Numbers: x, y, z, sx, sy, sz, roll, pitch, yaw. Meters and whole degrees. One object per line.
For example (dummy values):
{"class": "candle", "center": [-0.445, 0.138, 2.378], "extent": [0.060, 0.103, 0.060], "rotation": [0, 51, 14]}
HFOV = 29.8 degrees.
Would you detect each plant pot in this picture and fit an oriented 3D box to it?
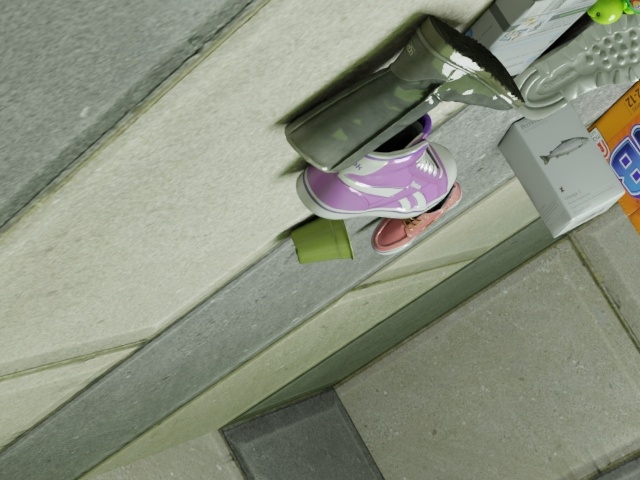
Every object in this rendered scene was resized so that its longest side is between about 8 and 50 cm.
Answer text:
{"class": "plant pot", "center": [0.000, 0.000, 1.757], "extent": [0.079, 0.083, 0.083], "rotation": [-18, 168, -2]}

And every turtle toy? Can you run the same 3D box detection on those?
{"class": "turtle toy", "center": [0.363, -0.290, 1.365], "extent": [0.130, 0.095, 0.066], "rotation": [-36, 154, 29]}

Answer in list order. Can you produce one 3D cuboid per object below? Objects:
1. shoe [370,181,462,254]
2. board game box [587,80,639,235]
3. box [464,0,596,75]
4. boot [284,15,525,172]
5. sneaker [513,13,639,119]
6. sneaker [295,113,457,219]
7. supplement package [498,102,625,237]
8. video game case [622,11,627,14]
{"class": "shoe", "center": [0.152, -0.044, 1.962], "extent": [0.178, 0.063, 0.081], "rotation": [-36, 166, 5]}
{"class": "board game box", "center": [0.764, -0.173, 2.153], "extent": [0.357, 0.356, 0.356], "rotation": [-25, 168, -24]}
{"class": "box", "center": [0.226, -0.240, 1.361], "extent": [0.145, 0.038, 0.186], "rotation": [-20, 164, -36]}
{"class": "boot", "center": [0.093, -0.137, 1.305], "extent": [0.190, 0.076, 0.208], "rotation": [26, 122, -38]}
{"class": "sneaker", "center": [0.355, -0.239, 1.557], "extent": [0.235, 0.090, 0.095], "rotation": [-20, -168, 25]}
{"class": "sneaker", "center": [0.116, -0.104, 1.524], "extent": [0.282, 0.102, 0.161], "rotation": [-16, 159, -49]}
{"class": "supplement package", "center": [0.380, -0.114, 1.908], "extent": [0.105, 0.179, 0.105], "rotation": [-27, 168, -12]}
{"class": "video game case", "center": [0.451, -0.347, 1.488], "extent": [0.201, 0.023, 0.183], "rotation": [-39, 165, 36]}
